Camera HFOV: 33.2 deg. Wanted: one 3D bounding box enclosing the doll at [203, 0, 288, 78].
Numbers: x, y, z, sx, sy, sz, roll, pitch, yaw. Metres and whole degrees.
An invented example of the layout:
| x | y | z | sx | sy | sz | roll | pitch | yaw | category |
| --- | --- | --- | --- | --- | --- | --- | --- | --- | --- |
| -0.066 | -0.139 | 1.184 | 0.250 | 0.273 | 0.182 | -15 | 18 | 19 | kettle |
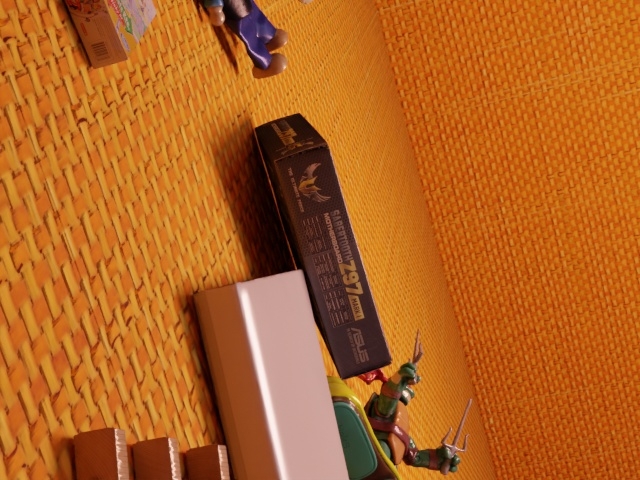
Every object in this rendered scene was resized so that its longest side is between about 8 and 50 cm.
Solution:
| x | y | z | sx | sy | sz | roll | pitch | yaw | category |
| --- | --- | --- | --- | --- | --- | --- | --- | --- | --- |
| -0.090 | -0.252 | 1.068 | 0.189 | 0.046 | 0.129 | 55 | 27 | -47 | doll |

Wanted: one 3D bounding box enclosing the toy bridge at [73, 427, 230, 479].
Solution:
| x | y | z | sx | sy | sz | roll | pitch | yaw | category |
| --- | --- | --- | --- | --- | --- | --- | --- | --- | --- |
| -0.094 | 0.149 | 0.636 | 0.188 | 0.026 | 0.063 | 43 | 37 | -71 | toy bridge |

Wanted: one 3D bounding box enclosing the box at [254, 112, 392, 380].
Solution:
| x | y | z | sx | sy | sz | roll | pitch | yaw | category |
| --- | --- | --- | --- | --- | --- | --- | --- | --- | --- |
| 0.000 | 0.000 | 1.083 | 0.183 | 0.059 | 0.233 | -119 | -169 | -73 | box |

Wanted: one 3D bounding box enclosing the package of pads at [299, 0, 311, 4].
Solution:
| x | y | z | sx | sy | sz | roll | pitch | yaw | category |
| --- | --- | --- | --- | --- | --- | --- | --- | --- | --- |
| -0.066 | -0.366 | 1.046 | 0.229 | 0.101 | 0.296 | 59 | 11 | 1 | package of pads |

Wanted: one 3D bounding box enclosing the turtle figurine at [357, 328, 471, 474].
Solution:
| x | y | z | sx | sy | sz | roll | pitch | yaw | category |
| --- | --- | --- | --- | --- | --- | --- | --- | --- | --- |
| 0.095 | 0.233 | 1.262 | 0.175 | 0.118 | 0.234 | 50 | 41 | -37 | turtle figurine |

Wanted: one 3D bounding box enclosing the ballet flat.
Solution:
| x | y | z | sx | sy | sz | roll | pitch | yaw | category |
| --- | --- | --- | --- | --- | --- | --- | --- | --- | --- |
| 0.039 | 0.236 | 1.104 | 0.077 | 0.077 | 0.231 | -119 | -171 | -67 | ballet flat |

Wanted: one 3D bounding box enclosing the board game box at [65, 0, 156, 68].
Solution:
| x | y | z | sx | sy | sz | roll | pitch | yaw | category |
| --- | --- | --- | --- | --- | --- | --- | --- | --- | --- |
| -0.158 | -0.206 | 0.721 | 0.103 | 0.026 | 0.154 | -84 | 158 | -60 | board game box |

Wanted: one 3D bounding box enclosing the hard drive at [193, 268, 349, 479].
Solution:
| x | y | z | sx | sy | sz | roll | pitch | yaw | category |
| --- | --- | --- | --- | --- | --- | --- | --- | --- | --- |
| -0.018 | 0.205 | 0.903 | 0.233 | 0.047 | 0.353 | -6 | 83 | -79 | hard drive |
